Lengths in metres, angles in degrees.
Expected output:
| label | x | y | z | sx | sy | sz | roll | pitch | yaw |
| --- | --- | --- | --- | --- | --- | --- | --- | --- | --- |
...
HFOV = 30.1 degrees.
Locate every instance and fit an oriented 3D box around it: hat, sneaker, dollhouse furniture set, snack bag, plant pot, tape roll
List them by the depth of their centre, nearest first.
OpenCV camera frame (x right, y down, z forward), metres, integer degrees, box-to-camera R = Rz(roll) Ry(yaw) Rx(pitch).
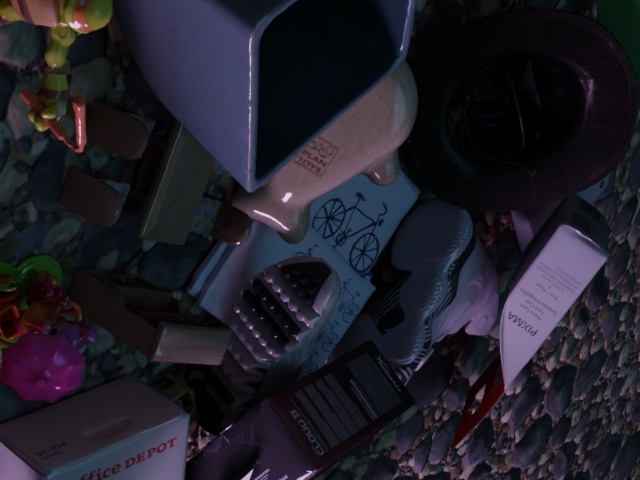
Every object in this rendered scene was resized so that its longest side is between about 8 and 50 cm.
| label | x | y | z | sx | sy | sz | roll | pitch | yaw |
| --- | --- | --- | --- | --- | --- | --- | --- | --- | --- |
| plant pot | -0.074 | -0.254 | 1.150 | 0.248 | 0.252 | 0.247 | -43 | 161 | -26 |
| dollhouse furniture set | -0.156 | -0.008 | 1.300 | 0.212 | 0.161 | 0.242 | 11 | 103 | -53 |
| sneaker | -0.057 | 0.125 | 1.497 | 0.118 | 0.110 | 0.292 | -4 | 141 | -47 |
| snack bag | 0.000 | 0.000 | 1.603 | 0.342 | 0.037 | 0.323 | -56 | 143 | -10 |
| hat | 0.274 | -0.198 | 1.682 | 0.134 | 0.331 | 0.331 | -80 | 174 | -61 |
| tape roll | 0.439 | -0.370 | 1.735 | 0.321 | 0.077 | 0.321 | -6 | 90 | -76 |
| sneaker | 0.154 | 0.132 | 1.784 | 0.210 | 0.137 | 0.366 | 34 | 81 | -52 |

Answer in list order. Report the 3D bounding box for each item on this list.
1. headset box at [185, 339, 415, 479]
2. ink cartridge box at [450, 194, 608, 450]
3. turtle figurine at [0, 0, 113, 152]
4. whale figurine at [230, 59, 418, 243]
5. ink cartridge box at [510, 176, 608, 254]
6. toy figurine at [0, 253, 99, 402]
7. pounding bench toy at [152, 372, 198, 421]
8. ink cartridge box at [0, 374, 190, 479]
| label | x | y | z | sx | sy | sz | roll | pitch | yaw |
| --- | --- | --- | --- | --- | --- | --- | --- | --- | --- |
| headset box | -0.043 | 0.262 | 1.525 | 0.218 | 0.110 | 0.293 | -42 | 168 | 31 |
| ink cartridge box | 0.304 | 0.117 | 1.873 | 0.385 | 0.091 | 0.308 | -54 | 177 | 16 |
| turtle figurine | -0.240 | -0.227 | 1.014 | 0.087 | 0.217 | 0.269 | -25 | 129 | -41 |
| whale figurine | -0.002 | -0.134 | 1.443 | 0.216 | 0.141 | 0.272 | 28 | 106 | -14 |
| ink cartridge box | 0.404 | -0.101 | 2.025 | 0.223 | 0.045 | 0.224 | -48 | 141 | -19 |
| toy figurine | -0.288 | 0.098 | 1.207 | 0.173 | 0.159 | 0.130 | -32 | 134 | -37 |
| pounding bench toy | -0.179 | 0.212 | 1.474 | 0.065 | 0.083 | 0.052 | -33 | 134 | -34 |
| ink cartridge box | -0.272 | 0.325 | 1.401 | 0.207 | 0.117 | 0.283 | -19 | 125 | -43 |
